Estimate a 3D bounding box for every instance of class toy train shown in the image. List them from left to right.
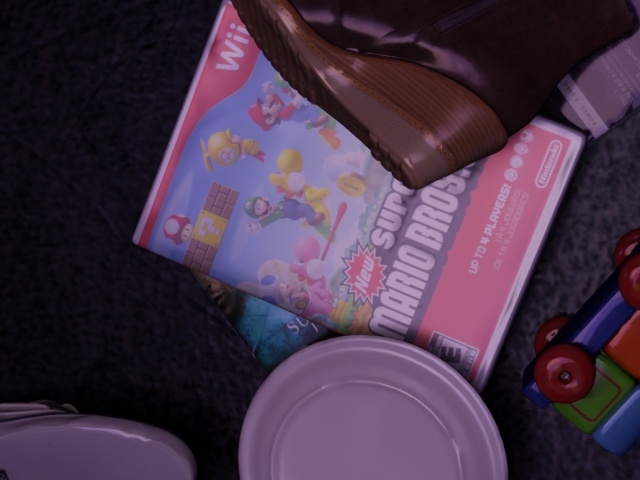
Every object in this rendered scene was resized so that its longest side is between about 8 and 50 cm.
[{"bbox_3d":[0.268,0.050,1.384,0.143,0.105,0.248,40,102,-3],"label":"toy train"}]

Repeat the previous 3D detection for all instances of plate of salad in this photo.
[{"bbox_3d":[0.039,0.163,1.424,0.200,0.048,0.199,4,102,17],"label":"plate of salad"}]

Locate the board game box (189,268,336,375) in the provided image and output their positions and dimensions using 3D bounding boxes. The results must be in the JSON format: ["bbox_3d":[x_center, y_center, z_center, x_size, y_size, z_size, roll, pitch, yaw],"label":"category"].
[{"bbox_3d":[0.000,0.000,1.479,0.186,0.026,0.126,-39,85,13],"label":"board game box"}]

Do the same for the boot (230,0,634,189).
[{"bbox_3d":[0.069,-0.172,1.396,0.207,0.090,0.248,-40,75,-14],"label":"boot"}]

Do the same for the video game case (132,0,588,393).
[{"bbox_3d":[0.026,-0.037,1.443,0.285,0.025,0.204,23,99,11],"label":"video game case"}]

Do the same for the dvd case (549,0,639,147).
[{"bbox_3d":[0.230,-0.196,1.412,0.221,0.018,0.164,-36,86,13],"label":"dvd case"}]

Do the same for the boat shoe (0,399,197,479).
[{"bbox_3d":[-0.214,0.164,1.514,0.268,0.088,0.096,-8,116,20],"label":"boat shoe"}]
